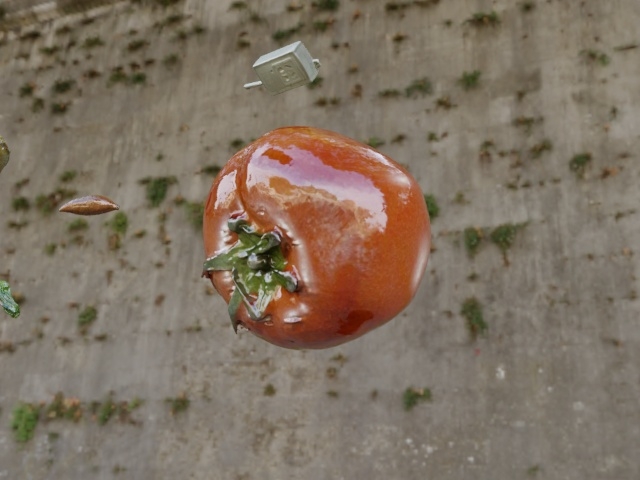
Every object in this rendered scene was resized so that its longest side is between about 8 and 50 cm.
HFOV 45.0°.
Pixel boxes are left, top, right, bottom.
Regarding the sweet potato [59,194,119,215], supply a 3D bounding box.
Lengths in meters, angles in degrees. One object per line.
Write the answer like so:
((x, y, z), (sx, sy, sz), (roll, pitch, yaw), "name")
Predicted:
((-0.373, -0.057, 1.246), (0.095, 0.034, 0.034), (-3, -16, -13), "sweet potato")

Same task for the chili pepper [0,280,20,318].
((-0.608, 0.110, 1.494), (0.030, 0.091, 0.034), (-27, -28, -22), "chili pepper")

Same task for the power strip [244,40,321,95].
((-0.083, -0.323, 1.486), (0.175, 0.042, 0.075), (-12, -54, 39), "power strip")

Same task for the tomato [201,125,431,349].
((0.000, 0.000, 1.140), (0.273, 0.341, 0.341), (-19, 0, -42), "tomato")

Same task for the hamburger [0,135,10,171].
((-0.844, -0.235, 1.875), (0.159, 0.131, 0.185), (12, -49, -45), "hamburger")
